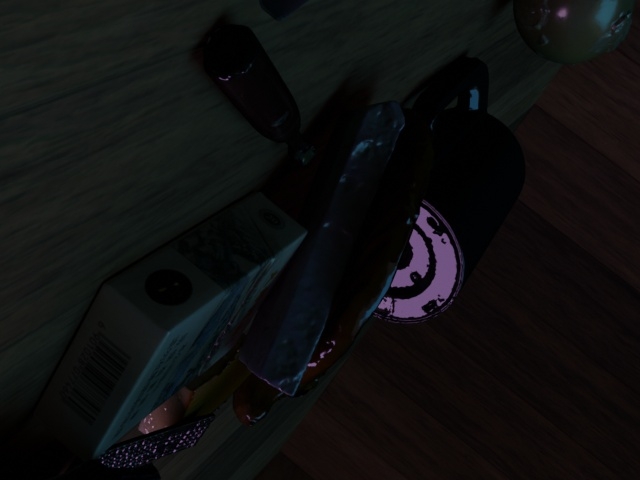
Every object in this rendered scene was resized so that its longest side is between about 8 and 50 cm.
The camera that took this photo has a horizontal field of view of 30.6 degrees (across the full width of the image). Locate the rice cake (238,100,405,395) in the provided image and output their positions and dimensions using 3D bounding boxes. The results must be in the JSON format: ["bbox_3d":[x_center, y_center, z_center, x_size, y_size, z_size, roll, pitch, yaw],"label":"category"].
[{"bbox_3d":[-0.001,0.001,1.149,0.297,0.050,0.106,-68,-165,-6],"label":"rice cake"}]

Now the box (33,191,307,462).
[{"bbox_3d":[-0.126,0.070,1.039,0.164,0.069,0.256,-56,170,30],"label":"box"}]

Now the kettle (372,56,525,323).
[{"bbox_3d":[0.140,-0.076,1.590,0.203,0.262,0.308,-14,-160,35],"label":"kettle"}]

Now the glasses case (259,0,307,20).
[{"bbox_3d":[0.059,-0.250,0.775,0.266,0.056,0.105,-46,-166,-32],"label":"glasses case"}]

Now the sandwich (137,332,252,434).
[{"bbox_3d":[-0.126,0.152,1.426,0.193,0.058,0.162,-38,164,-49],"label":"sandwich"}]

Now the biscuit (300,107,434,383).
[{"bbox_3d":[0.024,0.002,1.239,0.318,0.040,0.318,-56,-164,26],"label":"biscuit"}]

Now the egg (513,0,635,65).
[{"bbox_3d":[0.335,-0.320,1.544,0.164,0.164,0.201,-49,169,-13],"label":"egg"}]

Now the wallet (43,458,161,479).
[{"bbox_3d":[-0.248,0.254,1.054,0.191,0.046,0.379,-26,169,-6],"label":"wallet"}]

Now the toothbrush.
[{"bbox_3d":[-0.037,-0.099,0.901,0.041,0.041,0.364,-51,172,-1],"label":"toothbrush"}]

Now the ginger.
[{"bbox_3d":[-0.062,0.209,1.872,0.133,0.107,0.309,-29,175,8],"label":"ginger"}]

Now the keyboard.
[{"bbox_3d":[-0.204,0.238,1.324,0.204,0.013,0.061,-10,143,-50],"label":"keyboard"}]
